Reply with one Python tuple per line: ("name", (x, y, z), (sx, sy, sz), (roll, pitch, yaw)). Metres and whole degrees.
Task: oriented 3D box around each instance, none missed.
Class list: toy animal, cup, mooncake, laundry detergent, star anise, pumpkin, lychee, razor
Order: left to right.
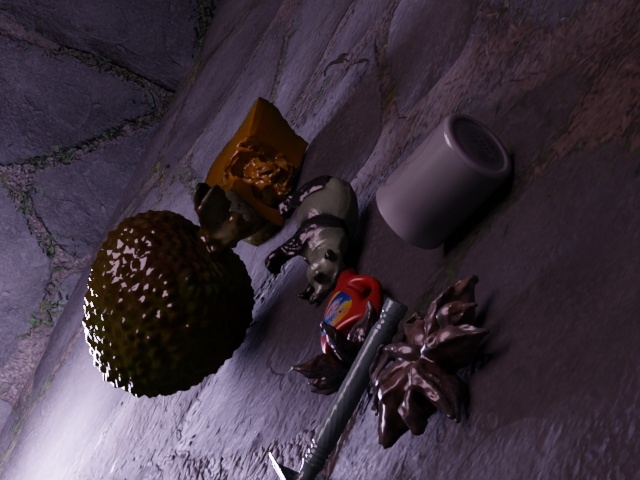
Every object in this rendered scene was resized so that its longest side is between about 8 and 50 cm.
("lychee", (-0.222, 0.081, 2.077), (0.320, 0.270, 0.270), (-49, 14, -11))
("pumpkin", (-0.116, -0.105, 2.352), (0.126, 0.131, 0.248), (-42, 20, 44))
("toy animal", (0.000, 0.000, 1.884), (0.121, 0.094, 0.225), (-39, 22, 27))
("razor", (0.026, 0.166, 1.474), (0.232, 0.068, 0.106), (-63, 16, 3))
("star anise", (0.034, 0.125, 1.535), (0.042, 0.141, 0.141), (47, 109, 28))
("laundry detergent", (0.039, 0.078, 1.679), (0.097, 0.049, 0.165), (-44, 18, 20))
("mooncake", (0.124, -0.418, 2.382), (0.346, 0.057, 0.150), (-58, 2, -25))
("star anise", (0.108, 0.114, 1.374), (0.195, 0.065, 0.182), (-60, 16, -18))
("cup", (0.140, -0.077, 1.577), (0.133, 0.099, 0.136), (-48, 19, 35))
